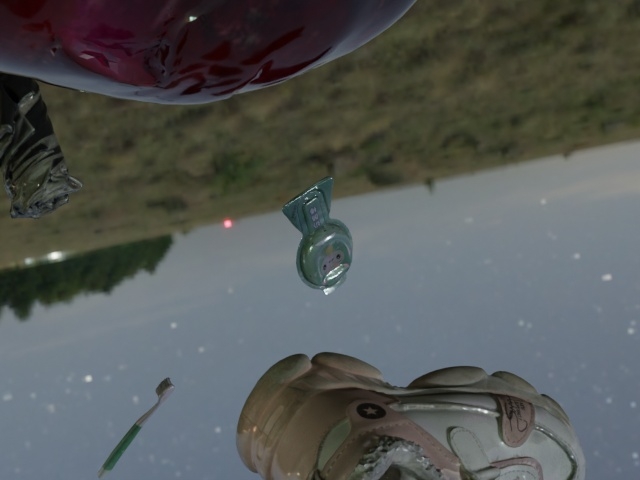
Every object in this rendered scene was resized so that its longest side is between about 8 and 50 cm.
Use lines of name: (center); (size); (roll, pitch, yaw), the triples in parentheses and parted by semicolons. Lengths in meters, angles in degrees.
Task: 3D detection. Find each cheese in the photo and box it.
cheese: (0.000, 0.000, 1.123); (0.067, 0.120, 0.026); (-36, -140, -22)

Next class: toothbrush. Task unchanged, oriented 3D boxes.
toothbrush: (-0.288, 0.294, 1.842); (0.018, 0.024, 0.257); (-2, 139, -43)

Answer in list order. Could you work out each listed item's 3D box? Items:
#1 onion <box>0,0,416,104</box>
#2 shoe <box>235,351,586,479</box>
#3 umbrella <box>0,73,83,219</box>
onion: (-0.090, -0.203, 0.441); (0.348, 0.347, 0.285); (-13, 175, -34)
shoe: (0.105, 0.227, 1.084); (0.351, 0.172, 0.198); (9, -161, -21)
umbrella: (-0.417, -0.196, 1.542); (0.106, 0.357, 0.113); (-8, 162, -48)
